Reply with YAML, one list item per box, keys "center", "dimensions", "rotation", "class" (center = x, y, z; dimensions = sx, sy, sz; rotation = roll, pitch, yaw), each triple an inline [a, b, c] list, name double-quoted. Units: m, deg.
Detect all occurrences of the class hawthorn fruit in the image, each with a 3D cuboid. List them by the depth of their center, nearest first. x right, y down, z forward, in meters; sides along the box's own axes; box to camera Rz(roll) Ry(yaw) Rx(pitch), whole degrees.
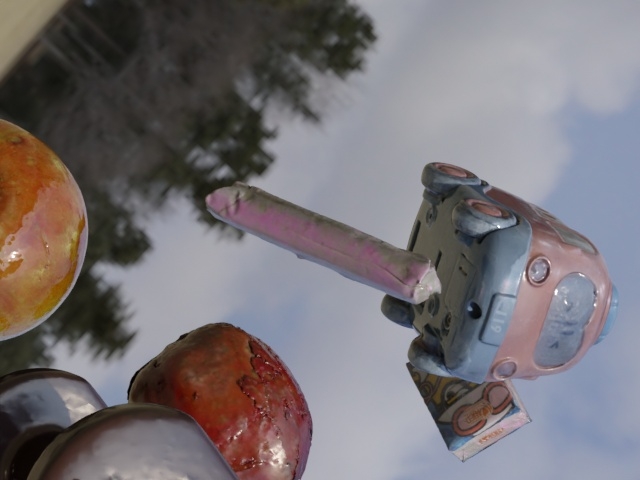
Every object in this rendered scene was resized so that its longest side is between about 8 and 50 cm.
- center: [-0.077, 0.188, 1.480]
  dimensions: [0.181, 0.235, 0.181]
  rotation: [-31, 145, -25]
  class: "hawthorn fruit"

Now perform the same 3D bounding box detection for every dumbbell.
- center: [-0.147, 0.157, 0.963]
  dimensions: [0.124, 0.140, 0.225]
  rotation: [-41, -159, -20]
  class: "dumbbell"

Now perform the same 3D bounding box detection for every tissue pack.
- center: [0.199, 0.202, 2.084]
  dimensions: [0.115, 0.065, 0.155]
  rotation: [-34, -129, 11]
  class: "tissue pack"

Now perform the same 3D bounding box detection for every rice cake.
- center: [0.000, -0.001, 1.596]
  dimensions: [0.049, 0.270, 0.055]
  rotation: [-52, 155, -34]
  class: "rice cake"

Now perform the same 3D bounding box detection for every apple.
- center: [-0.287, -0.005, 1.277]
  dimensions: [0.196, 0.196, 0.196]
  rotation: [-43, -165, 14]
  class: "apple"

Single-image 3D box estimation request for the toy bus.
- center: [0.218, 0.046, 1.787]
  dimensions: [0.294, 0.232, 0.197]
  rotation: [-123, -133, -67]
  class: "toy bus"
